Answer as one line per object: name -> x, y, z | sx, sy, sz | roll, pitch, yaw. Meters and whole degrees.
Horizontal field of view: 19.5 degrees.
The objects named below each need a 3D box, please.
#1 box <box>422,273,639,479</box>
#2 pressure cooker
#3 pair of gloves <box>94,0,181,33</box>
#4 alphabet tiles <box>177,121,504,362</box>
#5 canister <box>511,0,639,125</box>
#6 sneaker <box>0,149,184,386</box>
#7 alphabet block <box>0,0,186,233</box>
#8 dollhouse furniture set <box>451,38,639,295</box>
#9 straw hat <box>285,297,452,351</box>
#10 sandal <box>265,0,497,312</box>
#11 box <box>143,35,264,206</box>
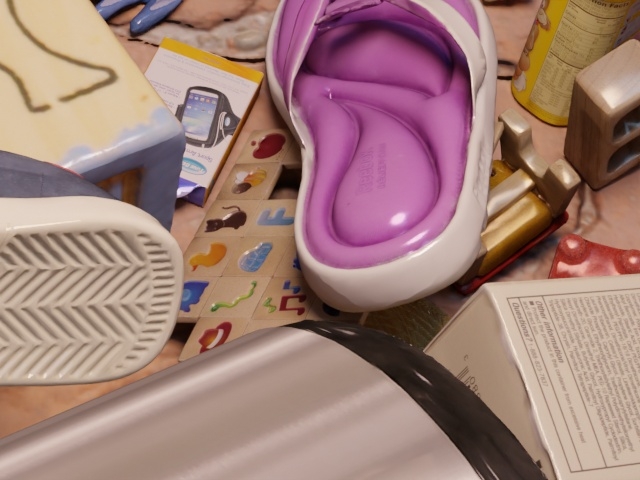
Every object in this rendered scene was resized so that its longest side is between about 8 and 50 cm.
box -> 0.229, 0.105, 1.178 | 0.311, 0.121, 0.148 | -2, 60, -28
pressure cooker -> -0.097, 0.270, 0.877 | 0.420, 0.375, 0.370 | -21, 52, -27
pair of gloves -> -0.170, -0.242, 1.456 | 0.159, 0.023, 0.198 | -29, 66, -31
alphabet tiles -> 0.000, 0.000, 1.248 | 0.198, 0.009, 0.237 | 0, 43, 27
canister -> 0.213, -0.178, 1.397 | 0.073, 0.170, 0.126 | 39, 55, 17
sneaker -> -0.252, 0.006, 0.951 | 0.350, 0.131, 0.148 | 9, 14, -31
alphabet block -> -0.222, -0.052, 1.195 | 0.192, 0.193, 0.197 | -22, 61, -27
dollhouse furniture set -> 0.267, -0.041, 1.349 | 0.374, 0.152, 0.201 | -35, 67, -13
straw hat -> 0.033, 0.104, 1.217 | 0.144, 0.061, 0.144 | 5, 57, -8
sandal -> 0.040, -0.115, 1.276 | 0.169, 0.102, 0.416 | -18, 37, 6
box -> -0.102, -0.082, 1.348 | 0.081, 0.028, 0.136 | 21, 55, 4
